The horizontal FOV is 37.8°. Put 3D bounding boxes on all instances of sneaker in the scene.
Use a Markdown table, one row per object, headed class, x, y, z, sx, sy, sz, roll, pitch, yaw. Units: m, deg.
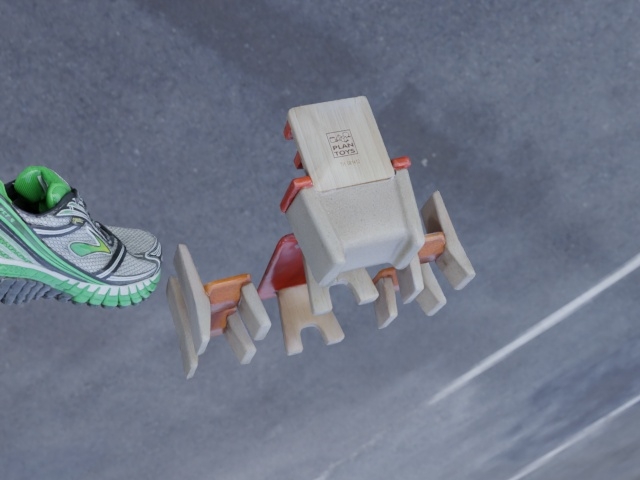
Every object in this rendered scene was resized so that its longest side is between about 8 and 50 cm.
| class | x | y | z | sx | sy | sz | roll | pitch | yaw |
| --- | --- | --- | --- | --- | --- | --- | --- | --- | --- |
| sneaker | -0.297 | -0.003 | 1.100 | 0.343 | 0.134 | 0.146 | 9 | 101 | -63 |

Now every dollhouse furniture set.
| class | x | y | z | sx | sy | sz | roll | pitch | yaw |
| --- | --- | --- | --- | --- | --- | --- | --- | --- | --- |
| dollhouse furniture set | 0.000 | 0.000 | 0.834 | 0.262 | 0.135 | 0.259 | -12 | 160 | -20 |
